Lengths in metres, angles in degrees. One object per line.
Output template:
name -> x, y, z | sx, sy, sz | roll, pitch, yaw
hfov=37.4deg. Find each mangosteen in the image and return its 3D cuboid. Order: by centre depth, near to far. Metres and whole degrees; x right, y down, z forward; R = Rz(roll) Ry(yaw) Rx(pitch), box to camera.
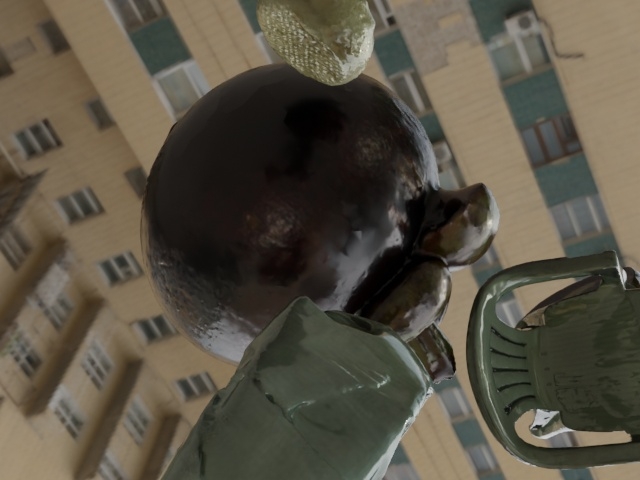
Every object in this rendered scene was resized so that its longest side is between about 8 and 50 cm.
mangosteen -> 0.000, 0.000, 0.893 | 0.307, 0.347, 0.307 | -50, 167, -16

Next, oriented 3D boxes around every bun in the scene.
bun -> 0.002, -0.141, 0.601 | 0.055, 0.086, 0.086 | -50, -150, -13

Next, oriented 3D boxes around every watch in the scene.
watch -> -0.032, 0.166, 0.539 | 0.253, 0.161, 0.241 | -51, 168, -42

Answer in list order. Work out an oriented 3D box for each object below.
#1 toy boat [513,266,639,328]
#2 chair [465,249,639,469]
toy boat -> 0.336, 0.125, 1.192 | 0.262, 0.115, 0.114 | -27, -159, -24
chair -> 0.262, 0.132, 0.983 | 0.190, 0.204, 0.274 | -10, 165, 13
